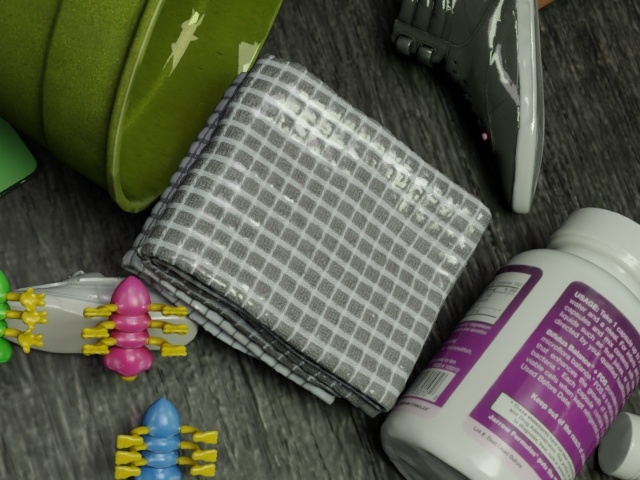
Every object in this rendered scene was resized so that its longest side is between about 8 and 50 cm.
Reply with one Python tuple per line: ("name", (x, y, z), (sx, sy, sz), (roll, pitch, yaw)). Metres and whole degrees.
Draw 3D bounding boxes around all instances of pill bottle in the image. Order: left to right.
("pill bottle", (0.205, 0.116, 1.003), (0.169, 0.169, 0.301), (42, 70, -2))
("pill bottle", (0.353, 0.221, 1.067), (0.137, 0.078, 0.078), (19, 72, -11))

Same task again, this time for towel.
("towel", (0.000, 0.000, 0.968), (0.284, 0.121, 0.235), (34, 65, -16))

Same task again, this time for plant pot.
("plant pot", (-0.231, -0.266, 0.904), (0.353, 0.366, 0.366), (27, 70, 4))

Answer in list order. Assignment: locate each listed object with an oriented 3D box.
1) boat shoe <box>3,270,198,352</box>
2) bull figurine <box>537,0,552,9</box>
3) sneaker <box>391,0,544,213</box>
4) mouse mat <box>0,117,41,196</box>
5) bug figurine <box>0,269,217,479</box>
("boat shoe", (-0.202, 0.057, 0.962), (0.184, 0.066, 0.063), (-1, 46, -12))
("bull figurine", (0.296, -0.362, 1.157), (0.310, 0.101, 0.188), (-28, 81, -4))
("sneaker", (0.153, -0.172, 1.108), (0.147, 0.104, 0.295), (-3, 99, 15))
("mouse mat", (-0.373, -0.076, 0.973), (0.190, 0.007, 0.152), (-36, 88, -21))
("bug figurine", (-0.223, 0.129, 0.900), (0.279, 0.072, 0.216), (5, 103, -18))
